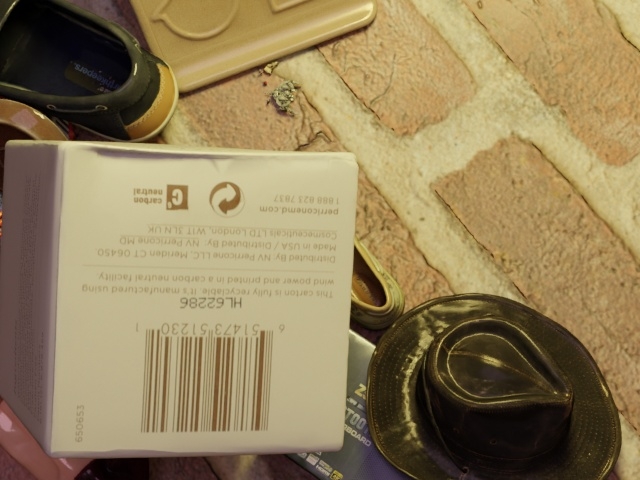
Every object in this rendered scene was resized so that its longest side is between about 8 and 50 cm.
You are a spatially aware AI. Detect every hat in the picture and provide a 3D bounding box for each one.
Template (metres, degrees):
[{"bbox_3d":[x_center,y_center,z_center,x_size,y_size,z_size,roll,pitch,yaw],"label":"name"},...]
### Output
[{"bbox_3d":[0.224,0.178,1.686,0.331,0.134,0.331,4,58,-6],"label":"hat"}]

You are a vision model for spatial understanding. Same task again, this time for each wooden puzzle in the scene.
[{"bbox_3d":[-0.121,-0.413,1.879,0.322,0.080,0.347,-20,117,1],"label":"wooden puzzle"}]

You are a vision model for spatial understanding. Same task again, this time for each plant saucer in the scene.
[{"bbox_3d":[-0.411,-0.115,1.861,0.168,0.168,0.029,15,44,10],"label":"plant saucer"}]

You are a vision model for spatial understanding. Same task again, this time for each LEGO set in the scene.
[{"bbox_3d":[-0.058,-0.212,1.915,0.083,0.023,0.054,43,84,14],"label":"LEGO set"}]

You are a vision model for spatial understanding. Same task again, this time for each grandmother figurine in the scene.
[{"bbox_3d":[-0.300,0.302,1.779,0.342,0.104,0.208,46,112,12],"label":"grandmother figurine"}]

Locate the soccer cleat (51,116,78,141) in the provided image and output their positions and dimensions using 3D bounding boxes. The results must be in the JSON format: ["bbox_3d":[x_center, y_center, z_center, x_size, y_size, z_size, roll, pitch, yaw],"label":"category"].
[{"bbox_3d":[-0.366,-0.175,1.938,0.036,0.029,0.083,-14,79,-2],"label":"soccer cleat"}]

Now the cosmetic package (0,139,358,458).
[{"bbox_3d":[-0.183,0.051,1.589,0.330,0.394,0.327,1,93,-21],"label":"cosmetic package"}]

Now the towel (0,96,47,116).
[{"bbox_3d":[-0.478,-0.234,1.964,0.199,0.031,0.274,4,77,6],"label":"towel"}]

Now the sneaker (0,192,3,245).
[{"bbox_3d":[-0.412,-0.002,1.868,0.221,0.087,0.083,38,82,13],"label":"sneaker"}]

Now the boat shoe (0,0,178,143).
[{"bbox_3d":[-0.431,-0.278,1.876,0.500,0.156,0.186,23,80,12],"label":"boat shoe"}]

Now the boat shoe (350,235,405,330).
[{"bbox_3d":[0.000,0.000,1.821,0.285,0.089,0.104,40,84,14],"label":"boat shoe"}]

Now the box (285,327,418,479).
[{"bbox_3d":[0.065,0.243,1.767,0.233,0.059,0.183,34,80,12],"label":"box"}]
